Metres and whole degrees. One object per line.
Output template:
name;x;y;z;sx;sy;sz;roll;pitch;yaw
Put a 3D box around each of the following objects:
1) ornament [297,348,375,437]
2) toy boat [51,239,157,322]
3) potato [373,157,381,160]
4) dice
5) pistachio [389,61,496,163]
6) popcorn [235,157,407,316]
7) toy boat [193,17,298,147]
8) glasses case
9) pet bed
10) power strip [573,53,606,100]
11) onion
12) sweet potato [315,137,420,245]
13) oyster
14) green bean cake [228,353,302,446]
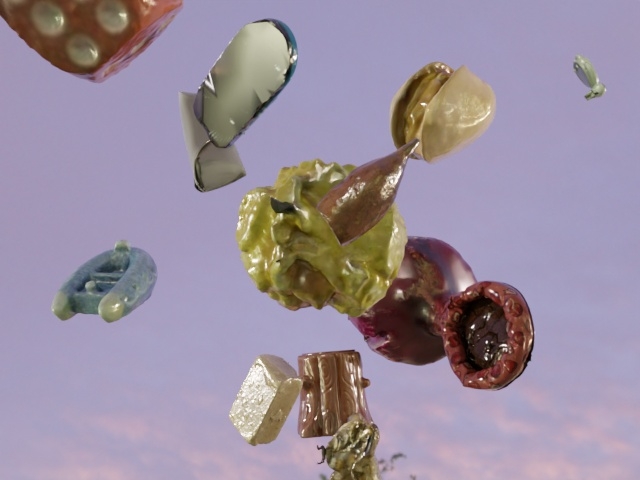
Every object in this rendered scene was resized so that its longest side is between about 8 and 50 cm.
ornament;0.024;0.422;1.404;0.221;0.218;0.235;4;-15;-36
toy boat;-0.555;0.094;1.318;0.215;0.330;0.123;0;-69;9
potato;0.156;-0.193;1.406;0.083;0.068;0.062;-34;-92;26
dice;-0.305;-0.335;0.672;0.173;0.179;0.175;-34;-69;19
pistachio;0.295;-0.314;1.231;0.321;0.229;0.238;-30;-54;-41
popcorn;0.002;-0.006;0.728;0.249;0.250;0.225;-7;-15;0
toy boat;-0.133;-0.309;0.988;0.298;0.092;0.134;-33;-96;41
glasses case;-0.273;-0.266;1.237;0.128;0.308;0.083;-12;-28;-12
pet bed;0.285;0.162;0.868;0.053;0.201;0.201;12;-52;-26
power strip;0.459;-0.281;0.869;0.035;0.083;0.055;-31;-10;14
onion;0.292;0.171;1.388;0.397;0.420;0.399;0;-91;-16
sweet potato;0.046;-0.047;0.433;0.117;0.049;0.049;-46;-55;-6
oyster;0.069;0.540;1.090;0.133;0.197;0.338;-5;-85;-29
green bean cake;-0.125;0.362;1.143;0.085;0.109;0.179;20;-82;-47
